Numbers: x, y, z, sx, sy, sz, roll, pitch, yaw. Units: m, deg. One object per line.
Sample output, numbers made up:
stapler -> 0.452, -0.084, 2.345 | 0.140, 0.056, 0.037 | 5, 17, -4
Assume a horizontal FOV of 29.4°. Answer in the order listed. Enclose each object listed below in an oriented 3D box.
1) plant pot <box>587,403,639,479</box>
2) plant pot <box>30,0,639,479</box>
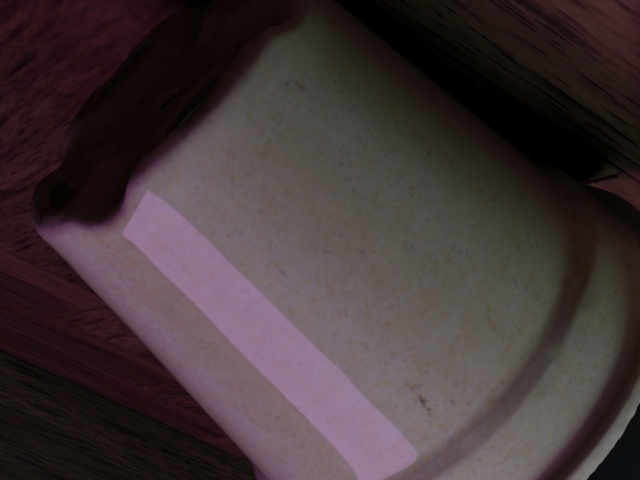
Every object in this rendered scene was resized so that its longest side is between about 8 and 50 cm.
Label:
plant pot -> 0.361, 0.167, 0.973 | 0.290, 0.196, 0.290 | 11, 156, 5
plant pot -> 0.000, 0.000, 0.788 | 0.305, 0.334, 0.333 | 44, 152, -26
